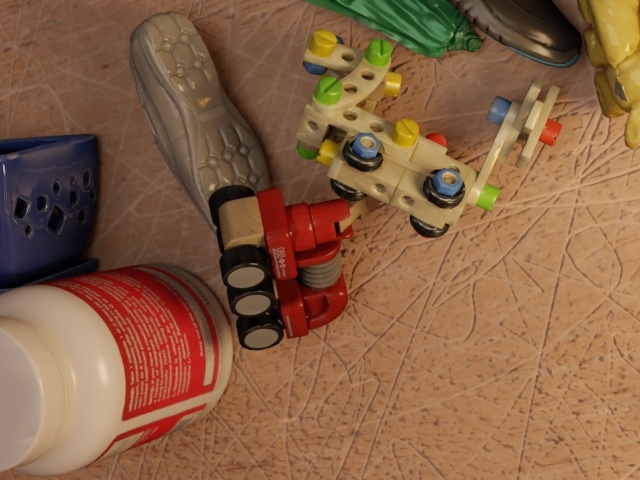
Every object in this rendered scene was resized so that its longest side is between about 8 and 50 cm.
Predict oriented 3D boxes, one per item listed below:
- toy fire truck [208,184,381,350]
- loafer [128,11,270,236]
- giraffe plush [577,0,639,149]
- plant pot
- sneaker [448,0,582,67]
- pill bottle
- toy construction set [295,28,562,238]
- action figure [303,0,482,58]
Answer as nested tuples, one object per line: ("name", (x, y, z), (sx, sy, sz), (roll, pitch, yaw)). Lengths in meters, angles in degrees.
("toy fire truck", (0.000, 0.000, 1.963), (0.246, 0.217, 0.158), (-11, 55, -1))
("loafer", (-0.156, -0.135, 2.063), (0.111, 0.112, 0.319), (-28, 83, 61))
("giraffe plush", (0.390, -0.213, 1.764), (0.170, 0.210, 0.181), (-15, 121, 2))
("plant pot", (-0.436, -0.019, 2.129), (0.236, 0.236, 0.212), (-1, 100, 25))
("sneaker", (0.189, -0.340, 1.860), (0.341, 0.125, 0.140), (47, 107, 12))
("pill bottle", (-0.295, 0.158, 1.977), (0.229, 0.407, 0.229), (2, 96, 25))
("toy construction set", (0.111, -0.129, 1.888), (0.327, 0.215, 0.151), (15, 138, 14))
("action figure", (0.095, -0.291, 1.942), (0.232, 0.063, 0.137), (35, 107, 12))
